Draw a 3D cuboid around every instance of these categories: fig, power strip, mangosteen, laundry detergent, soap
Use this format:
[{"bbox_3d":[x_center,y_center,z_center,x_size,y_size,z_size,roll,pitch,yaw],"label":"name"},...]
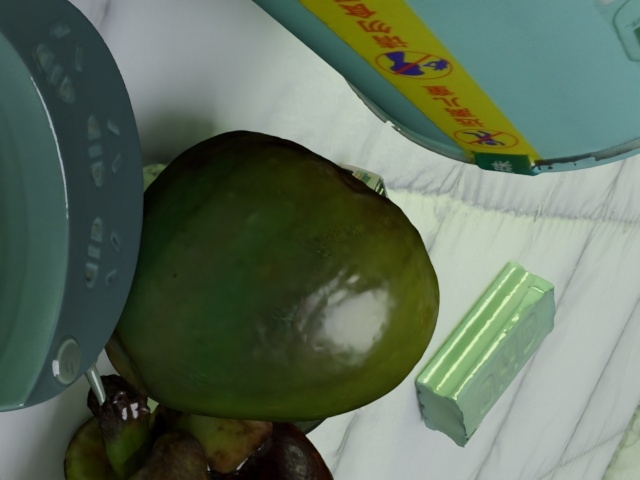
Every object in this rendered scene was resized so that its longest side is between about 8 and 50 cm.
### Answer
[{"bbox_3d":[-0.034,0.026,0.582,0.191,0.181,0.181,-25,137,-25],"label":"fig"},{"bbox_3d":[-0.129,-0.014,0.463,0.137,0.044,0.216,-43,131,-65],"label":"power strip"},{"bbox_3d":[-0.091,0.173,0.644,0.192,0.192,0.217,-46,117,-25],"label":"mangosteen"},{"bbox_3d":[0.090,-0.192,0.473,0.287,0.287,0.305,-62,151,1],"label":"laundry detergent"},{"bbox_3d":[0.195,0.131,1.161,0.198,0.063,0.114,-48,147,-23],"label":"soap"}]

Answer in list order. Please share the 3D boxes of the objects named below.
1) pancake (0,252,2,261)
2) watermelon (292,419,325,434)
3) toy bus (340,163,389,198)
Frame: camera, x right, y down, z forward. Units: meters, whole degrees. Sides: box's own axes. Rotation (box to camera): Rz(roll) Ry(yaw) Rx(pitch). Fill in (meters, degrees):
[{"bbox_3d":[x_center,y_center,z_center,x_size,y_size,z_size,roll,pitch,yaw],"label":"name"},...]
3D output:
[{"bbox_3d":[-0.250,0.094,0.449,0.266,0.057,0.244,-41,155,-25],"label":"pancake"},{"bbox_3d":[-0.021,0.113,0.786,0.111,0.078,0.078,-32,140,-45],"label":"watermelon"},{"bbox_3d":[0.000,0.000,0.745,0.130,0.052,0.037,-51,145,-23],"label":"toy bus"}]
